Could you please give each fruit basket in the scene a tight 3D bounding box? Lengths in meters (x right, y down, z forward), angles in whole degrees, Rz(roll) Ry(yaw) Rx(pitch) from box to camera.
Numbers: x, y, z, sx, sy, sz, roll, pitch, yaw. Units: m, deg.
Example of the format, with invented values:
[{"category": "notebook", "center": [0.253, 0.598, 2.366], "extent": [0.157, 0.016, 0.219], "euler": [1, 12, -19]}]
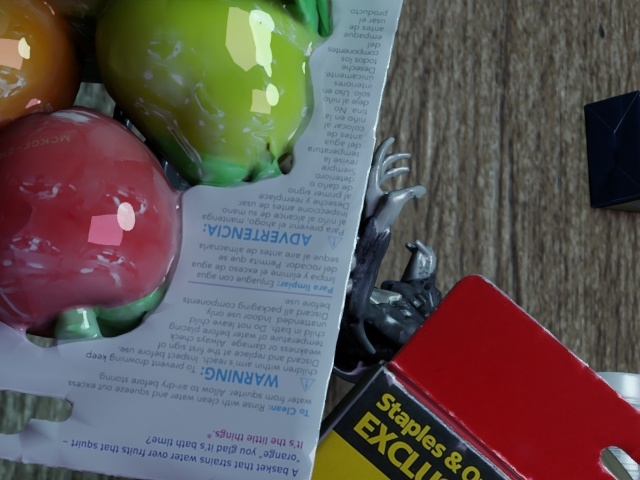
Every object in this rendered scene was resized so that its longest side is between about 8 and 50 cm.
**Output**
[{"category": "fruit basket", "center": [-0.127, -0.053, 0.982], "extent": [0.165, 0.327, 0.353], "euler": [55, 43, -70]}]

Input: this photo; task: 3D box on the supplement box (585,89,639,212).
[{"category": "supplement box", "center": [0.255, -0.067, 1.451], "extent": [0.083, 0.056, 0.083], "euler": [6, 77, -41]}]

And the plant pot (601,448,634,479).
[{"category": "plant pot", "center": [0.124, 0.234, 1.170], "extent": [0.229, 0.263, 0.263], "euler": [23, 66, -54]}]

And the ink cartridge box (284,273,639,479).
[{"category": "ink cartridge box", "center": [0.103, 0.209, 0.946], "extent": [0.309, 0.130, 0.272], "euler": [40, 90, 2]}]

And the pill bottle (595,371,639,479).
[{"category": "pill bottle", "center": [0.210, 0.167, 1.350], "extent": [0.078, 0.078, 0.137], "euler": [15, 72, -39]}]

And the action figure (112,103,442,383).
[{"category": "action figure", "center": [0.000, 0.000, 1.144], "extent": [0.275, 0.164, 0.141], "euler": [29, 76, -27]}]
